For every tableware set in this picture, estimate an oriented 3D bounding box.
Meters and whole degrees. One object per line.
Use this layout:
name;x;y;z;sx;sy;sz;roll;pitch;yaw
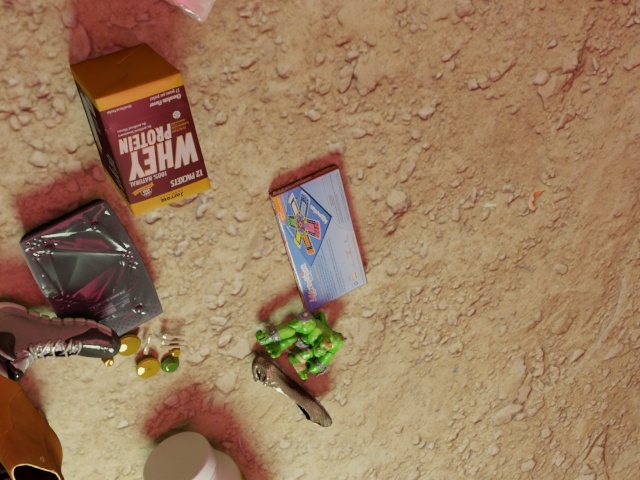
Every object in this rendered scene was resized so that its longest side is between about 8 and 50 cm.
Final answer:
tableware set;-0.335;0.215;1.558;0.154;0.024;0.104;1;117;-30

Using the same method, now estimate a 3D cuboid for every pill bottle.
pill bottle;-0.225;0.550;1.685;0.188;0.188;0.333;-31;125;-12

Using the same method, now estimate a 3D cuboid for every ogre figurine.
ogre figurine;-0.031;0.206;1.680;0.118;0.097;0.197;-39;113;16

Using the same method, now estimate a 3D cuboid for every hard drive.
hard drive;-0.393;0.059;1.424;0.172;0.054;0.254;-29;125;-14

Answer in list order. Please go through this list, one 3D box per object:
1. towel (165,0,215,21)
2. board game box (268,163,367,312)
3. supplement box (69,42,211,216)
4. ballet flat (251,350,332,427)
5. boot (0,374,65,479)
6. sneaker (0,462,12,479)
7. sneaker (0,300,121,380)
towel;-0.227;-0.541;1.212;0.317;0.053;0.331;23;101;-34
board game box;0.000;0.000;1.627;0.145;0.027;0.281;-26;124;-16
supplement box;-0.280;-0.176;1.281;0.129;0.191;0.194;-22;124;-17
ballet flat;-0.062;0.324;1.722;0.058;0.084;0.250;-51;123;-17
boot;-0.531;0.308;1.378;0.104;0.211;0.295;-40;126;-6
sneaker;-0.596;0.382;1.451;0.084;0.097;0.234;-42;127;-5
sneaker;-0.455;0.188;1.364;0.229;0.132;0.086;13;128;-7
